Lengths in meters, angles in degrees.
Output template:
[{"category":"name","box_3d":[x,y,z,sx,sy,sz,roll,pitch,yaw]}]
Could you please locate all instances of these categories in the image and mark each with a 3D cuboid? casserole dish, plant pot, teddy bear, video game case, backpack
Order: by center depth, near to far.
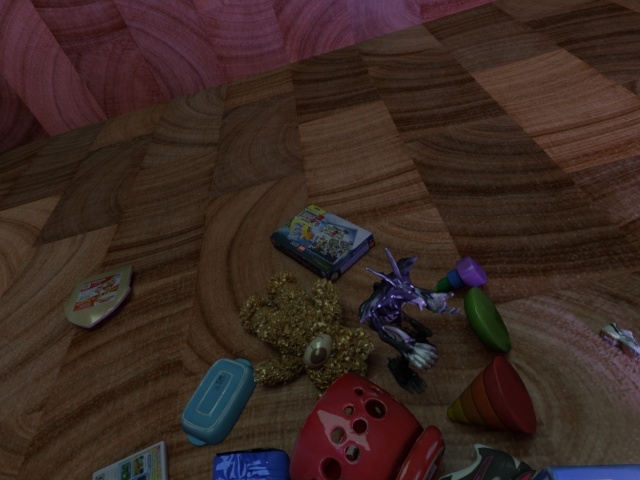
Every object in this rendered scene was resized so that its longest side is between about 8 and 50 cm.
[{"category":"plant pot","box_3d":[0.076,0.319,0.625,0.174,0.191,0.191,20,55,32]},{"category":"backpack","box_3d":[-0.104,0.396,0.685,0.120,0.098,0.101,-8,51,-5]},{"category":"video game case","box_3d":[-0.341,0.464,0.756,0.143,0.019,0.157,-24,41,-5]},{"category":"casserole dish","box_3d":[-0.206,0.313,0.852,0.114,0.037,0.188,9,48,27]},{"category":"teddy bear","box_3d":[-0.048,0.180,0.877,0.245,0.113,0.338,-27,42,-5]}]

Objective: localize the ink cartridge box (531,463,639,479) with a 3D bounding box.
[{"category":"ink cartridge box","box_3d":[0.434,0.376,0.411,0.396,0.151,0.269,1,44,-6]}]

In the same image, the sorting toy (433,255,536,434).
[{"category":"sorting toy","box_3d":[0.270,0.186,0.783,0.126,0.127,0.365,-35,31,29]}]

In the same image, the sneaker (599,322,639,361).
[{"category":"sneaker","box_3d":[0.529,0.172,0.726,0.037,0.031,0.083,-31,44,-12]}]

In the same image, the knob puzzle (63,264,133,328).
[{"category":"knob puzzle","box_3d":[-0.607,0.165,1.161,0.213,0.030,0.213,-10,42,9]}]

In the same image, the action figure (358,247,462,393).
[{"category":"action figure","box_3d":[0.157,0.137,0.719,0.141,0.275,0.164,18,54,35]}]

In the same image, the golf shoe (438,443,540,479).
[{"category":"golf shoe","box_3d":[0.193,0.404,0.577,0.273,0.105,0.120,-32,28,-22]}]

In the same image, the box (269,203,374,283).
[{"category":"box","box_3d":[0.000,0.000,1.097,0.159,0.044,0.233,-40,46,-22]}]
